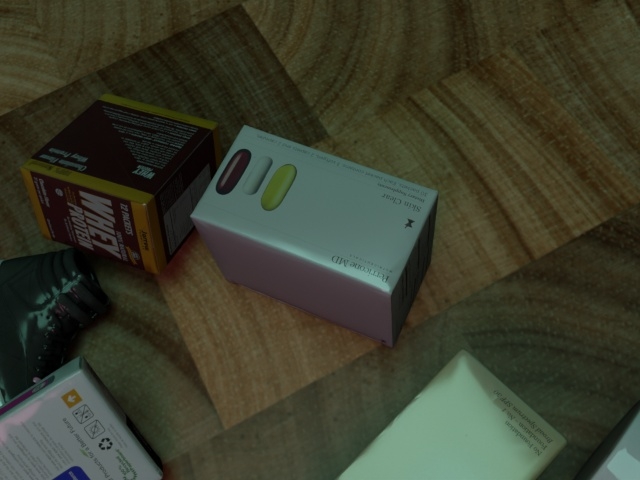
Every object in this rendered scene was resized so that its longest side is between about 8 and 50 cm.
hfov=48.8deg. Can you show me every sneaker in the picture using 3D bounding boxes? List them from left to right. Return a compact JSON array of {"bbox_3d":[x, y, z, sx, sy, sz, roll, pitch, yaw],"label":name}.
[{"bbox_3d":[-0.356,0.129,0.940,0.147,0.104,0.296,-20,59,2],"label":"sneaker"}]

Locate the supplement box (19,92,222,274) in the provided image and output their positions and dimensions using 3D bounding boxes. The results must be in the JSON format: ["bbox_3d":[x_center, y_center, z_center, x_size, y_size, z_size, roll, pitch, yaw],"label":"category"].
[{"bbox_3d":[-0.267,-0.085,0.991,0.191,0.129,0.194,16,46,14],"label":"supplement box"}]

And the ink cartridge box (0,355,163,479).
[{"bbox_3d":[-0.390,0.311,0.825,0.371,0.069,0.176,-34,108,-12],"label":"ink cartridge box"}]

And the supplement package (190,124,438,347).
[{"bbox_3d":[0.000,0.000,0.909,0.262,0.204,0.145,20,68,15],"label":"supplement package"}]

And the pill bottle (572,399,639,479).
[{"bbox_3d":[0.443,0.344,0.672,0.408,0.229,0.229,37,73,21],"label":"pill bottle"}]

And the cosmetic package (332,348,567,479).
[{"bbox_3d":[0.113,0.293,0.803,0.309,0.113,0.160,-43,67,-15],"label":"cosmetic package"}]
